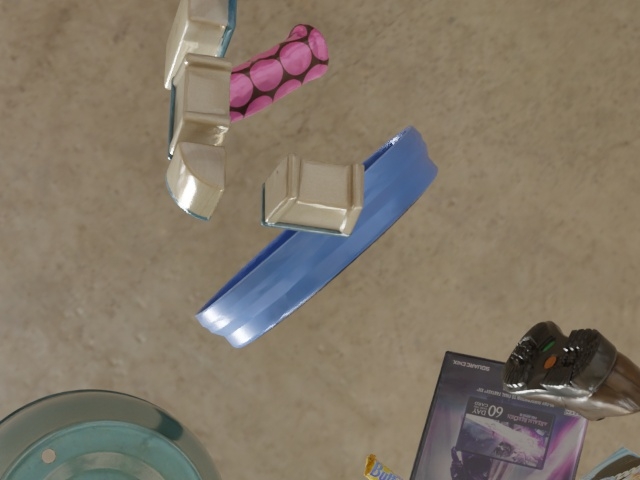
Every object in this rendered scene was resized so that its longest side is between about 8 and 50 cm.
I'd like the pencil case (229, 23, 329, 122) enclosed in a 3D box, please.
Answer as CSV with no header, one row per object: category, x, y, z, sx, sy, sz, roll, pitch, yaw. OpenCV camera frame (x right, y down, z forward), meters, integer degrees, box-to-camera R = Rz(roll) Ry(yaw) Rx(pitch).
pencil case,-0.090,-0.243,1.869,0.098,0.209,0.095,42,150,34

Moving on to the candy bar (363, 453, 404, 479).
candy bar,0.121,0.374,1.896,0.161,0.040,0.018,40,141,-24

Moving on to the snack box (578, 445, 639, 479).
snack box,0.358,0.431,1.835,0.322,0.187,0.060,-36,95,-3

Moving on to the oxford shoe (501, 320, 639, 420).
oxford shoe,0.238,0.134,1.199,0.096,0.227,0.082,35,86,-11

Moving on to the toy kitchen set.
toy kitchen set,-0.051,-0.106,1.120,0.166,0.207,0.122,7,156,-15

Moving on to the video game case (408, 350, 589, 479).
video game case,0.212,0.282,1.551,0.196,0.274,0.026,10,157,22

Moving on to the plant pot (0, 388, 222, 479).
plant pot,-0.200,0.255,1.112,0.271,0.271,0.255,45,163,0

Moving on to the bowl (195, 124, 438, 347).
bowl,0.000,0.000,1.704,0.077,0.391,0.391,49,130,-3
